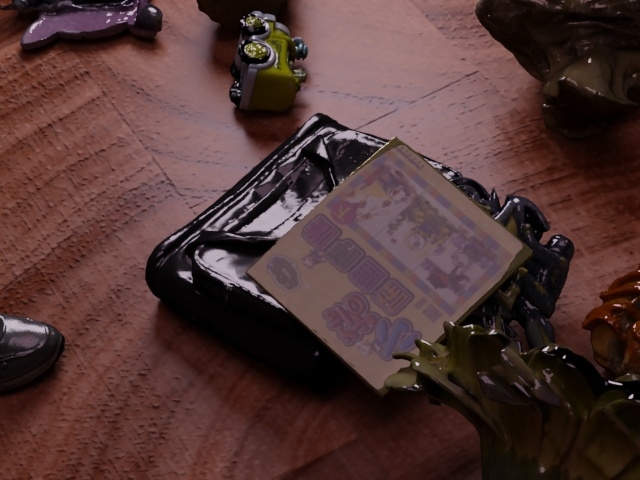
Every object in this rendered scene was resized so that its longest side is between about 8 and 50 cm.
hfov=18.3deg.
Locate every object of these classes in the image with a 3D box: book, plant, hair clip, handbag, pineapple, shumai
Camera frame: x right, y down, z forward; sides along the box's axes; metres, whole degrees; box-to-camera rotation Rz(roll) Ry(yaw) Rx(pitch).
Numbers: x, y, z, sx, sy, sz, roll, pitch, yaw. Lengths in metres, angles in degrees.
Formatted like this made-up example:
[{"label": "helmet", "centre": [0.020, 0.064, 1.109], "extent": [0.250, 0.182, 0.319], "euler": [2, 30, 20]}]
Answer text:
[{"label": "book", "centre": [0.061, 0.020, 1.730], "extent": [0.168, 0.013, 0.192], "euler": [42, 72, 18]}, {"label": "plant", "centre": [0.164, 0.182, 1.525], "extent": [0.297, 0.261, 0.306], "euler": [-35, 41, -22]}, {"label": "hair clip", "centre": [-0.260, -0.268, 2.154], "extent": [0.187, 0.056, 0.146], "euler": [2, 46, -1]}, {"label": "handbag", "centre": [0.000, 0.000, 1.841], "extent": [0.244, 0.088, 0.275], "euler": [28, 58, 34]}, {"label": "pineapple", "centre": [-0.073, -0.331, 2.146], "extent": [0.125, 0.125, 0.251], "euler": [1, 43, 9]}, {"label": "shumai", "centre": [0.255, -0.176, 1.939], "extent": [0.209, 0.161, 0.153], "euler": [7, 73, -27]}]

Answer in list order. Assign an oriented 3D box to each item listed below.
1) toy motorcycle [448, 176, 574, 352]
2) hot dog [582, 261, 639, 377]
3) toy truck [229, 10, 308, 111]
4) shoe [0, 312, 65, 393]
[{"label": "toy motorcycle", "centre": [0.171, 0.030, 1.767], "extent": [0.124, 0.061, 0.193], "euler": [-6, 70, -15]}, {"label": "hot dog", "centre": [0.386, 0.014, 1.742], "extent": [0.349, 0.117, 0.158], "euler": [-33, 51, -20]}, {"label": "toy truck", "centre": [-0.051, -0.183, 2.026], "extent": [0.077, 0.076, 0.111], "euler": [8, 45, -8]}, {"label": "shoe", "centre": [-0.332, 0.092, 1.805], "extent": [0.194, 0.077, 0.074], "euler": [-3, 47, 6]}]
